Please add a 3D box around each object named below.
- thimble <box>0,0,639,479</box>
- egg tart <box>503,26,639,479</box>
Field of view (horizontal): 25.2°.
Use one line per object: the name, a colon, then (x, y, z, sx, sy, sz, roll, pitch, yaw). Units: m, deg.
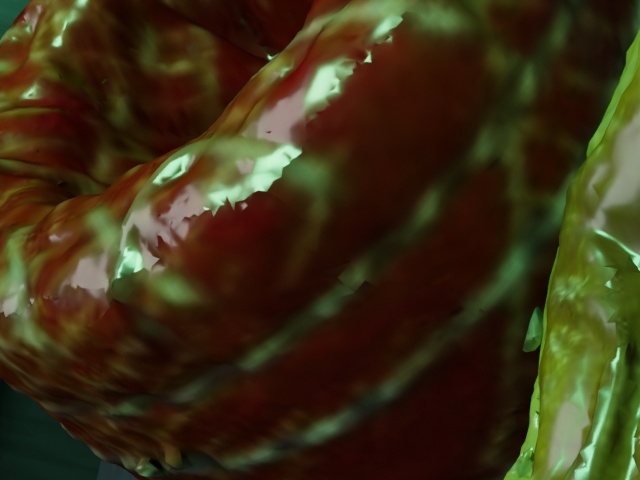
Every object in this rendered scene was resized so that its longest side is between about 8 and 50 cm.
thimble: (0.000, -0.037, 0.624, 0.350, 0.230, 0.350, -33, 35, 27)
egg tart: (0.148, 0.031, 0.322, 0.352, 0.150, 0.351, -162, 90, -80)
